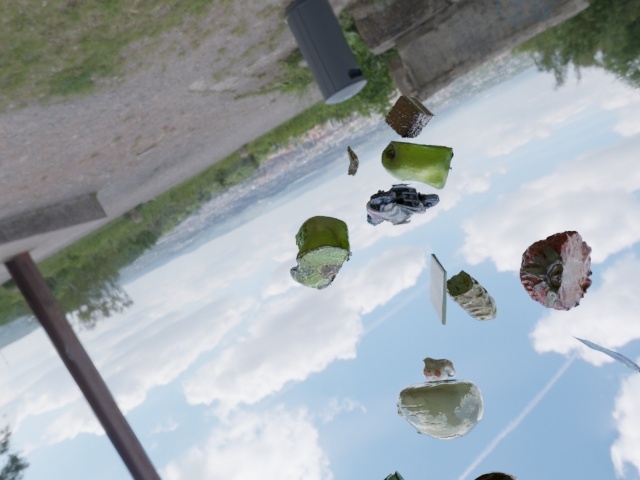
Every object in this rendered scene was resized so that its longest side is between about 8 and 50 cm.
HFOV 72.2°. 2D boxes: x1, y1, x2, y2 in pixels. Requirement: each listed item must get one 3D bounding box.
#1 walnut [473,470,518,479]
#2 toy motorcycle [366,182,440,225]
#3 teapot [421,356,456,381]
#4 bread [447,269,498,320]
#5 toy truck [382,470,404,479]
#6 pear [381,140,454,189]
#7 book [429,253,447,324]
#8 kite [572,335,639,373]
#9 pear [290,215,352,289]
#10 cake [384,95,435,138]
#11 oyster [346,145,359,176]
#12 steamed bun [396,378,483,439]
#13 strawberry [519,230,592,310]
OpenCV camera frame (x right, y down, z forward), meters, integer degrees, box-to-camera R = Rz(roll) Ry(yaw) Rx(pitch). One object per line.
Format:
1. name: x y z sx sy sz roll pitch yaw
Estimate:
1. walnut: 0.567 0.864 1.470 0.245 0.137 0.137 -25 -174 -22
2. toy motorcycle: 0.227 -0.102 1.364 0.239 0.108 0.204 16 152 -22
3. teapot: 0.593 0.641 2.173 0.159 0.116 0.245 -7 170 -27
4. bread: 0.643 0.245 1.844 0.130 0.268 0.152 -54 -150 -4
5. toy truck: 0.196 0.687 1.024 0.128 0.135 0.259 -39 -170 -1
6. pear: 0.388 -0.316 1.807 0.282 0.176 0.286 10 -166 7
7. book: 0.459 0.183 1.714 0.025 0.214 0.282 -1 -167 6
8. kite: 0.884 0.363 1.217 0.022 0.360 0.204 -61 -177 0
9. pear: 0.000 0.000 1.499 0.238 0.164 0.255 120 -19 -47
10. cake: 0.371 -0.511 1.818 0.147 0.134 0.135 -21 155 -47
11. oyster: 0.099 -0.244 1.349 0.034 0.093 0.051 -9 -163 -19
12. steamed bun: 0.509 0.706 1.821 0.334 0.232 0.312 -3 165 -18
13. strawberry: 0.793 0.096 1.478 0.336 0.265 0.149 -5 -175 -39
